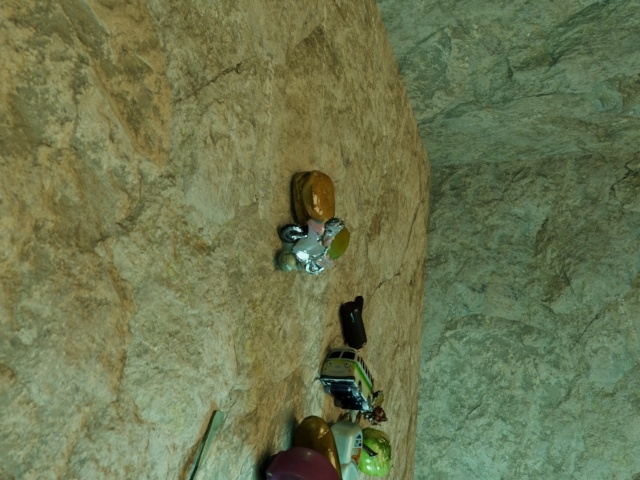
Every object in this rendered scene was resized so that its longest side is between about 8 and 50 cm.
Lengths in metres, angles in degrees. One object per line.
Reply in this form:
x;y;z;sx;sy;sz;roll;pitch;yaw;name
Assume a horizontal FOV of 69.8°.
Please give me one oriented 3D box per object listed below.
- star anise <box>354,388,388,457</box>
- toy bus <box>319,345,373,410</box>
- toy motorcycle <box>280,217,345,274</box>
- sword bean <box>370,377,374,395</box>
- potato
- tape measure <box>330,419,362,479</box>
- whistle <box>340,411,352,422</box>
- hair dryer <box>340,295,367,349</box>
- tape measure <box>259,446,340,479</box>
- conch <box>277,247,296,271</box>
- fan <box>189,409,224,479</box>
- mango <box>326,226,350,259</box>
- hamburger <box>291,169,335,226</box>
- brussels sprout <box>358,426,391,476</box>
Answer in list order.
0.208;0.750;1.990;0.237;0.148;0.347;132;-43;-58;star anise
0.118;0.552;1.841;0.305;0.143;0.179;63;32;-45;toy bus
0.002;0.004;1.504;0.239;0.204;0.108;52;12;-56;toy motorcycle
0.212;0.596;1.870;0.083;0.012;0.012;-71;151;-53;sword bean
-0.009;0.751;1.478;0.195;0.176;0.369;90;-8;-85;potato
0.079;0.824;1.767;0.243;0.125;0.246;56;42;-62;tape measure
0.116;0.890;1.930;0.068;0.057;0.327;-18;106;-66;whistle
0.156;0.327;2.041;0.251;0.089;0.197;-67;146;-60;hair dryer
-0.060;0.730;1.316;0.149;0.231;0.245;-33;115;-63;tape measure
-0.107;0.065;1.444;0.085;0.056;0.076;84;-8;-60;conch
-0.276;0.495;1.084;0.193;0.016;0.038;-70;146;-41;fan
0.047;0.007;1.757;0.194;0.091;0.130;-25;114;-60;mango
-0.022;-0.140;1.596;0.213;0.108;0.214;-6;90;-66;hamburger
0.234;0.961;2.093;0.223;0.161;0.223;49;26;-34;brussels sprout
